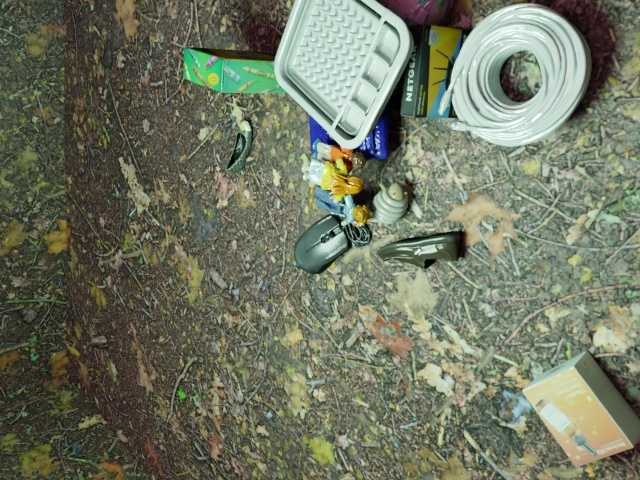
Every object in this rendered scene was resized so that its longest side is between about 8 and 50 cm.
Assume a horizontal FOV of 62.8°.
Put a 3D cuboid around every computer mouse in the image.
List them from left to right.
[{"bbox_3d":[0.000,0.000,1.444,0.188,0.072,0.272,56,131,16],"label":"computer mouse"}]

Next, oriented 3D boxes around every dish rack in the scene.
[{"bbox_3d":[0.048,-0.394,1.126,0.333,0.072,0.286,48,132,26],"label":"dish rack"}]

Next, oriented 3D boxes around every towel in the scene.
[{"bbox_3d":[0.055,-0.346,1.231,0.227,0.076,0.308,9,108,37],"label":"towel"}]

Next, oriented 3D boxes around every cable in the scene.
[{"bbox_3d":[0.377,-0.310,1.001,0.257,0.089,0.257,32,120,32],"label":"cable"}]

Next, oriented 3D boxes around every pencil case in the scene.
[{"bbox_3d":[0.157,-0.561,1.119,0.284,0.124,0.124,55,131,17],"label":"pencil case"}]

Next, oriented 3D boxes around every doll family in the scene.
[{"bbox_3d":[0.046,-0.108,1.242,0.163,0.118,0.263,23,144,29],"label":"doll family"}]

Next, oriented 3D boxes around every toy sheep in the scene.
[{"bbox_3d":[0.166,-0.085,1.262,0.091,0.091,0.132,45,142,25],"label":"toy sheep"}]

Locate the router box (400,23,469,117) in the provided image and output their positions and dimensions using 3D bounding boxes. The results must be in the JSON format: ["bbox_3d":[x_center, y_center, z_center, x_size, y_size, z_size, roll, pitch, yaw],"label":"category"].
[{"bbox_3d":[0.237,-0.346,1.087,0.046,0.133,0.179,27,119,52],"label":"router box"}]

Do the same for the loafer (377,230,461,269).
[{"bbox_3d":[0.228,0.033,1.232,0.220,0.080,0.078,-11,93,44],"label":"loafer"}]

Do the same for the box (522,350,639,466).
[{"bbox_3d":[0.516,0.331,1.034,0.170,0.091,0.130,57,131,17],"label":"box"}]

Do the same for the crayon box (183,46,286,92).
[{"bbox_3d":[-0.193,-0.442,1.366,0.165,0.278,0.081,28,120,35],"label":"crayon box"}]

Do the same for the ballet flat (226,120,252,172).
[{"bbox_3d":[-0.249,-0.287,1.618,0.057,0.049,0.173,36,123,30],"label":"ballet flat"}]
